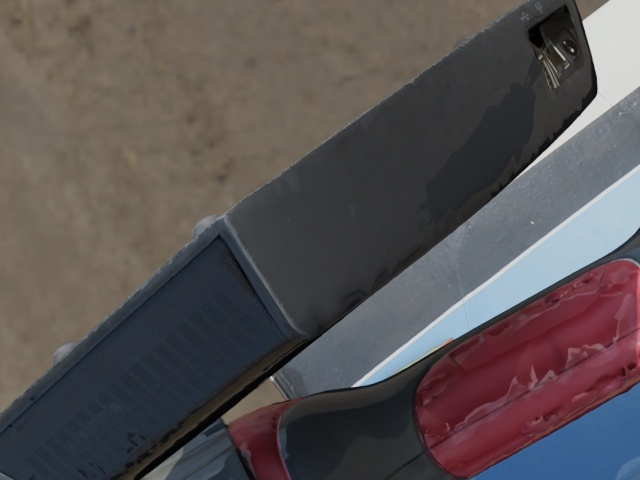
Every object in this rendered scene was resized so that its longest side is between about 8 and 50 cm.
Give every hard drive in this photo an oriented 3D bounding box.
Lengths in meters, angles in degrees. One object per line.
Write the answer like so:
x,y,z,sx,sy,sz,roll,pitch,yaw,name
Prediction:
0.000,0.000,0.712,0.054,0.255,0.172,51,127,1,hard drive

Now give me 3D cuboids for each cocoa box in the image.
0.172,0.048,1.058,0.228,0.347,0.231,53,179,34,cocoa box

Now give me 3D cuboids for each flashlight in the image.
0.076,0.062,0.805,0.103,0.304,0.103,60,178,38,flashlight
